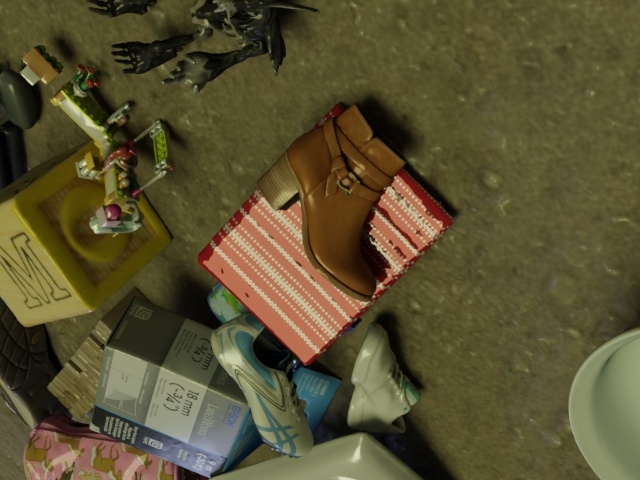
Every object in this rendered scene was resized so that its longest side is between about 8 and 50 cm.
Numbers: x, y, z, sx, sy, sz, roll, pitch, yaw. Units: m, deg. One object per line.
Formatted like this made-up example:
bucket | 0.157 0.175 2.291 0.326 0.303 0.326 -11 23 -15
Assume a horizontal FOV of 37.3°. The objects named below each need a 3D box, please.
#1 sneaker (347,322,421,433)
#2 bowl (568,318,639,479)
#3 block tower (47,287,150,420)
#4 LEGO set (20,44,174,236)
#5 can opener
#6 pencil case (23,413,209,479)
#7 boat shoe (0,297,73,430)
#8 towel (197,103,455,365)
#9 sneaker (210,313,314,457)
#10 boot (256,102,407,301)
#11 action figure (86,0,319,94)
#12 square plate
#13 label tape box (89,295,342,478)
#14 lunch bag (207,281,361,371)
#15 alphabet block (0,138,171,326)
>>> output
sneaker | 0.092 0.192 1.286 0.094 0.080 0.212 15 140 13
bowl | 0.414 0.165 0.952 0.297 0.134 0.298 21 134 24
block tower | -0.374 0.207 1.640 0.091 0.097 0.335 44 140 -1
LEGO set | -0.281 -0.152 1.263 0.107 0.132 0.287 -31 79 31
can opener | -0.476 -0.142 1.442 0.095 0.076 0.284 28 138 18
pencil case | -0.361 0.406 1.716 0.386 0.160 0.167 -2 77 31
boat shoe | -0.593 0.231 1.805 0.130 0.132 0.356 9 127 33
towel | 0.000 0.000 1.136 0.199 0.031 0.275 44 111 0
sneaker | -0.060 0.200 1.270 0.086 0.085 0.237 -21 117 14
boot | 0.039 -0.041 1.063 0.152 0.073 0.197 -38 95 16
action figure | -0.139 -0.245 1.043 0.275 0.141 0.164 -1 111 41
square plate | 0.049 0.434 1.434 0.344 0.049 0.347 -27 120 38
label tape box | -0.166 0.249 1.431 0.333 0.106 0.241 22 136 -1
lunch bag | -0.043 0.078 1.277 0.176 0.090 0.219 43 140 -4
alphabet block | -0.378 -0.010 1.391 0.197 0.192 0.193 -14 116 45
